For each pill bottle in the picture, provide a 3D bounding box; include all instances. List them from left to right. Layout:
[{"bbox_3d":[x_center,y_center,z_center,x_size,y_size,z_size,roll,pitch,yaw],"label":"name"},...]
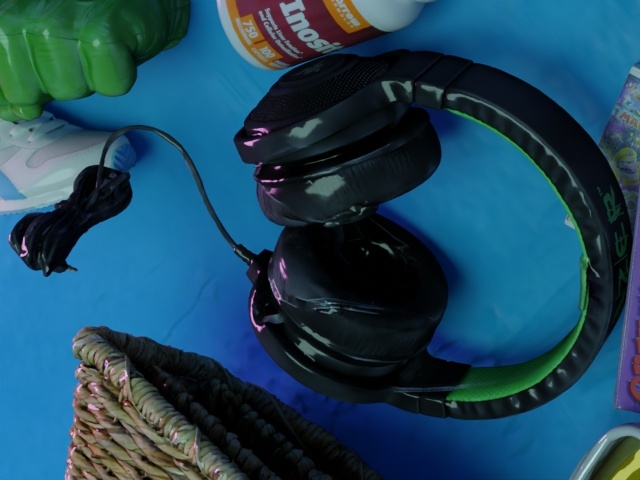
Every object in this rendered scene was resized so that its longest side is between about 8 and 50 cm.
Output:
[{"bbox_3d":[0.013,-0.169,1.138,0.152,0.086,0.086,-15,101,37],"label":"pill bottle"}]

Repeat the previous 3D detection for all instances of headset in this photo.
[{"bbox_3d":[0.000,0.000,1.148,0.394,0.185,0.243,11,120,26],"label":"headset"}]

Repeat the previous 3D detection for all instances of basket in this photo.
[{"bbox_3d":[-0.021,0.192,1.225,0.299,0.213,0.223,37,131,35],"label":"basket"}]

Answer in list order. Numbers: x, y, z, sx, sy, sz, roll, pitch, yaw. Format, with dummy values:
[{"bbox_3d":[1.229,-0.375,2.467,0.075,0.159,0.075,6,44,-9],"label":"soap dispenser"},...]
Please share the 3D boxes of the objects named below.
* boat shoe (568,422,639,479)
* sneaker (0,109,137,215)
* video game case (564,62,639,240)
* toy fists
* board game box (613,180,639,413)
[{"bbox_3d":[0.141,0.280,1.106,0.136,0.156,0.367,31,95,41],"label":"boat shoe"},{"bbox_3d":[-0.244,-0.074,1.345,0.228,0.087,0.092,1,109,30],"label":"sneaker"},{"bbox_3d":[0.214,-0.041,1.111,0.087,0.011,0.122,31,123,18],"label":"video game case"},{"bbox_3d":[-0.234,-0.143,1.273,0.279,0.142,0.096,4,112,32],"label":"toy fists"},{"bbox_3d":[0.293,-0.035,1.033,0.208,0.056,0.347,12,116,19],"label":"board game box"}]
